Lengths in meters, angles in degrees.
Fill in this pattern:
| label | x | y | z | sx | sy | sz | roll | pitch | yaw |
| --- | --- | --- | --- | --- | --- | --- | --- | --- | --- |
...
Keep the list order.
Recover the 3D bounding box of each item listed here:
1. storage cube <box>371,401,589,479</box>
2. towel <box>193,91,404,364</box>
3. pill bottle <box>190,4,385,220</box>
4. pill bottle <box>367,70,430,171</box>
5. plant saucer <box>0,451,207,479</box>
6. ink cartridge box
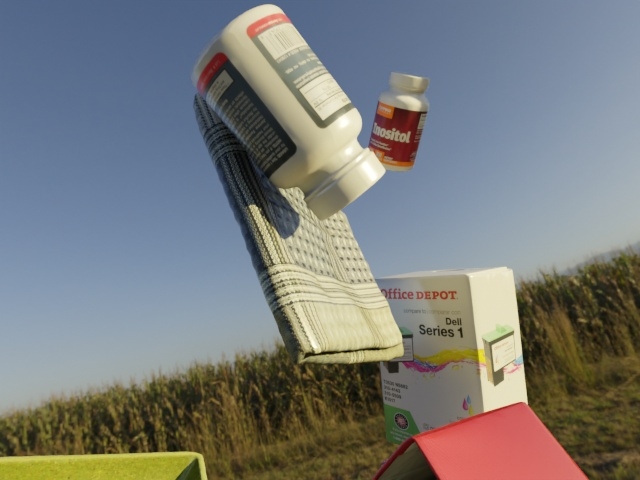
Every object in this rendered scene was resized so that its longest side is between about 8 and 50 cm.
| label | x | y | z | sx | sy | sz | roll | pitch | yaw |
| --- | --- | --- | --- | --- | --- | --- | --- | --- | --- |
| storage cube | 0.163 | 0.308 | 0.435 | 0.193 | 0.215 | 0.183 | 2 | -51 | -37 |
| towel | 0.000 | 0.000 | 0.544 | 0.056 | 0.312 | 0.324 | -32 | -24 | 15 |
| pill bottle | -0.025 | -0.112 | 0.415 | 0.108 | 0.180 | 0.108 | -38 | 7 | 5 |
| pill bottle | 0.132 | -0.200 | 0.732 | 0.086 | 0.086 | 0.152 | -6 | -60 | -29 |
| plant saucer | -0.175 | 0.234 | 0.319 | 0.189 | 0.045 | 0.188 | 10 | 7 | -23 |
| ink cartridge box | 0.199 | 0.187 | 0.694 | 0.117 | 0.278 | 0.201 | -2 | -5 | -36 |
